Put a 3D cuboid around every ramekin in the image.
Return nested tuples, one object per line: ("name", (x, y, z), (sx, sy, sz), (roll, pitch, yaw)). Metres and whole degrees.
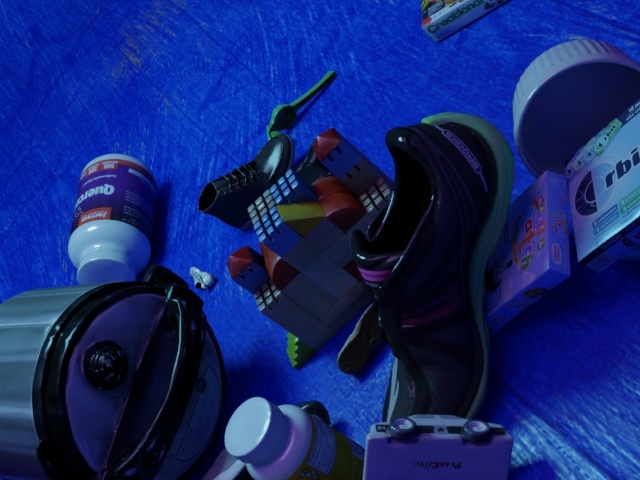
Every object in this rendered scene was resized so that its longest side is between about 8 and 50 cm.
("ramekin", (0.368, -0.182, 1.353), (0.207, 0.207, 0.109), (-36, 28, 22))

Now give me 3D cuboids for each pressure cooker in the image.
("pressure cooker", (-0.369, 0.255, 1.627), (0.420, 0.370, 0.375), (-8, 9, 42))

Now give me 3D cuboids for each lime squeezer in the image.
("lime squeezer", (-0.063, -0.224, 2.019), (0.109, 0.059, 0.310), (13, 64, 18))

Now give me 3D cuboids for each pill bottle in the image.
("pill bottle", (-0.468, -0.034, 2.179), (0.181, 0.181, 0.323), (-33, 39, 25))
("pill bottle", (-0.032, 0.303, 1.357), (0.117, 0.208, 0.118), (-29, 41, 29))

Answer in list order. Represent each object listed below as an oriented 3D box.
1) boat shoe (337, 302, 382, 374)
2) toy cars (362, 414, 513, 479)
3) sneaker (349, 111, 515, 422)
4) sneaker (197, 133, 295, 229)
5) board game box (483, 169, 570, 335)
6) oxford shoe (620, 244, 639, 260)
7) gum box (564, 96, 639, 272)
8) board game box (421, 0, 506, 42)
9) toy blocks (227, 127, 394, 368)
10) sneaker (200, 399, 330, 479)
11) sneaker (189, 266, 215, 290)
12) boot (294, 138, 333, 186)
("boat shoe", (0.079, 0.142, 1.518), (0.153, 0.056, 0.048), (-56, 4, 2))
("toy cars", (0.063, 0.323, 1.253), (0.393, 0.176, 0.087), (-36, 21, 12))
("sneaker", (0.124, 0.066, 1.309), (0.185, 0.202, 0.483), (-166, 81, -66))
("sneaker", (-0.144, -0.124, 1.912), (0.222, 0.118, 0.083), (-57, 45, 15))
("board game box", (0.269, 0.024, 1.337), (0.211, 0.039, 0.160), (131, 153, -51))
("oxford shoe", (0.516, -0.123, 1.192), (0.449, 0.130, 0.169), (-32, 43, 30))
("gum box", (0.386, -0.075, 1.229), (0.157, 0.041, 0.184), (-46, 28, 41))
("board game box", (0.327, -0.521, 1.825), (0.305, 0.053, 0.193), (-27, 41, 31))
("toy blocks", (0.000, 0.000, 1.548), (0.381, 0.261, 0.191), (-43, 36, 13))
("sneaker", (-0.099, 0.335, 1.507), (0.271, 0.100, 0.108), (-43, 31, 13))
("sneaker", (-0.248, 0.079, 1.959), (0.083, 0.032, 0.037), (16, 72, 54))
("boot", (-0.001, -0.140, 1.863), (0.121, 0.045, 0.099), (-53, 32, 11))
